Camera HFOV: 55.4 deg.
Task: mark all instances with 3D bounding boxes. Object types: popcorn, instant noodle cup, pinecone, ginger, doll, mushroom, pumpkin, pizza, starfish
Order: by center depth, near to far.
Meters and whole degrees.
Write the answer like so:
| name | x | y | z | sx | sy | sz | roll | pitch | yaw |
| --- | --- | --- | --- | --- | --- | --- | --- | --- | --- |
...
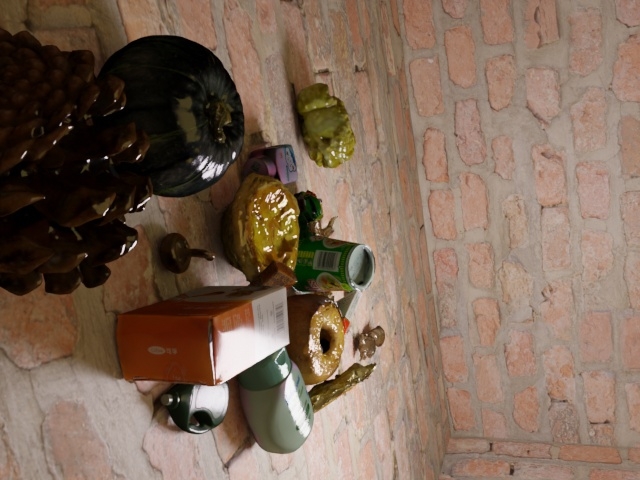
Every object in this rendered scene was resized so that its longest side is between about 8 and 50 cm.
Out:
| name | x | y | z | sx | sy | sz | roll | pitch | yaw |
| --- | --- | --- | --- | --- | --- | --- | --- | --- | --- |
| pinecone | -0.400 | -0.071 | 0.847 | 0.384 | 0.384 | 0.385 | -3 | 90 | -67 |
| pumpkin | -0.294 | -0.241 | 1.206 | 0.323 | 0.241 | 0.323 | -9 | 90 | -70 |
| mushroom | -0.300 | 0.034 | 1.359 | 0.129 | 0.073 | 0.088 | 15 | 53 | -31 |
| instant noodle cup | 0.036 | 0.073 | 1.904 | 0.207 | 0.232 | 0.207 | -3 | 94 | -50 |
| pizza | 0.048 | 0.458 | 1.916 | 0.075 | 0.287 | 0.280 | 57 | -7 | 13 |
| doll | -0.046 | -0.092 | 1.945 | 0.134 | 0.106 | 0.186 | 66 | 26 | -8 |
| popcorn | 0.021 | -0.392 | 2.092 | 0.225 | 0.173 | 0.286 | -64 | 135 | -76 |
| starfish | 0.000 | 0.000 | 2.107 | 0.277 | 0.062 | 0.236 | -68 | 148 | -33 |
| ginger | 0.218 | 0.424 | 2.539 | 0.290 | 0.084 | 0.122 | -7 | 87 | -68 |

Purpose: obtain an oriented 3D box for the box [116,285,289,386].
| name | x | y | z | sx | sy | sz | roll | pitch | yaw |
| --- | --- | --- | --- | --- | --- | --- | --- | --- | --- |
| box | -0.236 | 0.192 | 1.307 | 0.341 | 0.225 | 0.143 | -13 | 100 | -67 |

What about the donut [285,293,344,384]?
| name | x | y | z | sx | sy | sz | roll | pitch | yaw |
| --- | --- | --- | --- | --- | --- | --- | --- | --- | --- |
| donut | -0.039 | 0.299 | 1.864 | 0.317 | 0.150 | 0.299 | -68 | 144 | -46 |

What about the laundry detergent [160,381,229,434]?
| name | x | y | z | sx | sy | sz | roll | pitch | yaw |
| --- | --- | --- | --- | --- | --- | --- | --- | --- | --- |
| laundry detergent | -0.286 | 0.368 | 1.374 | 0.211 | 0.063 | 0.137 | 27 | 69 | -64 |

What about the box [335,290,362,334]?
| name | x | y | z | sx | sy | sz | roll | pitch | yaw |
| --- | --- | --- | --- | --- | --- | --- | --- | --- | --- |
| box | 0.061 | 0.272 | 2.126 | 0.035 | 0.139 | 0.245 | 49 | 35 | -11 |

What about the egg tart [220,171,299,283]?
| name | x | y | z | sx | sy | sz | roll | pitch | yaw |
| --- | --- | --- | --- | --- | --- | --- | --- | --- | --- |
| egg tart | -0.167 | -0.017 | 1.621 | 0.341 | 0.132 | 0.341 | -2 | 90 | -65 |

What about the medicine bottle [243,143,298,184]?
| name | x | y | z | sx | sy | sz | roll | pitch | yaw |
| --- | --- | --- | --- | --- | --- | --- | --- | --- | --- |
| medicine bottle | -0.144 | -0.208 | 1.749 | 0.188 | 0.094 | 0.119 | -33 | 115 | -65 |

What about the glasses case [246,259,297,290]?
| name | x | y | z | sx | sy | sz | roll | pitch | yaw |
| --- | --- | --- | --- | --- | --- | --- | --- | --- | --- |
| glasses case | -0.161 | 0.143 | 1.515 | 0.075 | 0.218 | 0.049 | 33 | 19 | -42 |

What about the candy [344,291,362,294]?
| name | x | y | z | sx | sy | sz | roll | pitch | yaw |
| --- | --- | --- | --- | --- | --- | --- | --- | --- | --- |
| candy | 0.143 | 0.193 | 2.448 | 0.226 | 0.051 | 0.094 | -62 | 153 | -48 |

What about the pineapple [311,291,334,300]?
| name | x | y | z | sx | sy | sz | roll | pitch | yaw |
| --- | --- | --- | --- | --- | --- | --- | --- | --- | --- |
| pineapple | 0.016 | 0.224 | 2.106 | 0.137 | 0.069 | 0.116 | 9 | 78 | -69 |

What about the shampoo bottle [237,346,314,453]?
| name | x | y | z | sx | sy | sz | roll | pitch | yaw |
| --- | --- | --- | --- | --- | --- | --- | --- | --- | --- |
| shampoo bottle | -0.132 | 0.389 | 1.625 | 0.222 | 0.151 | 0.350 | -53 | 134 | -49 |
